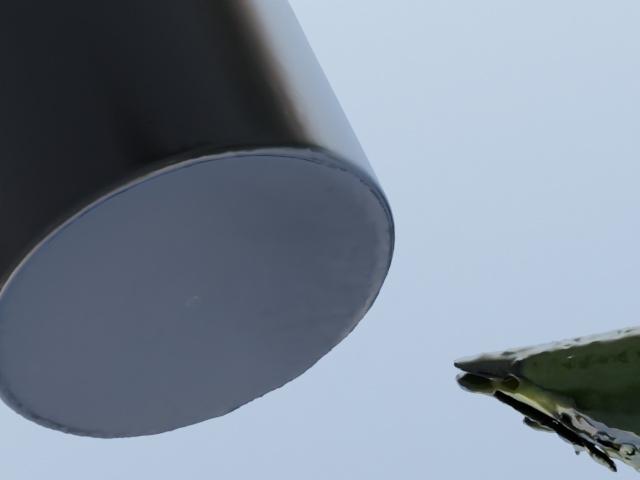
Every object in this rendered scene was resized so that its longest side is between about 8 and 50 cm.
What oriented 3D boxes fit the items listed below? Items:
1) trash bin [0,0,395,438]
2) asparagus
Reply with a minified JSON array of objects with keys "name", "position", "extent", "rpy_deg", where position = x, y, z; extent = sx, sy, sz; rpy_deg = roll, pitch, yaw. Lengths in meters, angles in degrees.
[{"name":"trash bin","position":[-0.111,-0.089,0.733],"extent":[0.214,0.214,0.334],"rpy_deg":[-28,-125,3]},{"name":"asparagus","position":[0.272,0.088,0.922],"extent":[0.382,0.128,0.108],"rpy_deg":[-12,-156,17]}]
